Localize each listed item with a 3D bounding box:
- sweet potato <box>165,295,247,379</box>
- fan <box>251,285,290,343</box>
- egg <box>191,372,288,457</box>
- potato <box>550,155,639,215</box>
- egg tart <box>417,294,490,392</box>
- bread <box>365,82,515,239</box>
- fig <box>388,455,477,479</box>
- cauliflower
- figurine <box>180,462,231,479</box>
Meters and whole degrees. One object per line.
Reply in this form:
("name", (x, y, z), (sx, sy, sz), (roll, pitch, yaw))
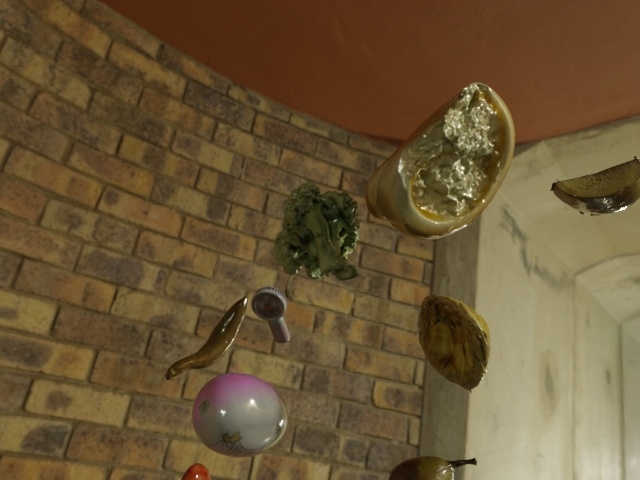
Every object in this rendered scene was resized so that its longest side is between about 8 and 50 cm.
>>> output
("sweet potato", (-0.340, 0.324, 1.548), (0.079, 0.346, 0.108), (12, -43, 43))
("fan", (-0.173, 0.283, 1.845), (0.130, 0.074, 0.244), (-12, -67, 15))
("egg", (-0.188, 0.428, 1.193), (0.196, 0.196, 0.271), (-3, -39, 28))
("potato", (0.733, -0.114, 1.289), (0.243, 0.098, 0.138), (-17, -40, 1))
("egg tart", (0.341, 0.243, 1.216), (0.098, 0.252, 0.232), (-20, 1, -31))
("bread", (0.293, -0.207, 1.243), (0.245, 0.424, 0.329), (31, -19, 43))
("fig", (0.334, 0.703, 1.450), (0.274, 0.170, 0.145), (-29, -66, 0))
("cauliflower", (-0.016, -0.005, 1.390), (0.260, 0.281, 0.327), (-10, -57, 17))
("figurine", (-0.124, 0.399, 0.624), (0.173, 0.173, 0.173), (8, -22, 3))
